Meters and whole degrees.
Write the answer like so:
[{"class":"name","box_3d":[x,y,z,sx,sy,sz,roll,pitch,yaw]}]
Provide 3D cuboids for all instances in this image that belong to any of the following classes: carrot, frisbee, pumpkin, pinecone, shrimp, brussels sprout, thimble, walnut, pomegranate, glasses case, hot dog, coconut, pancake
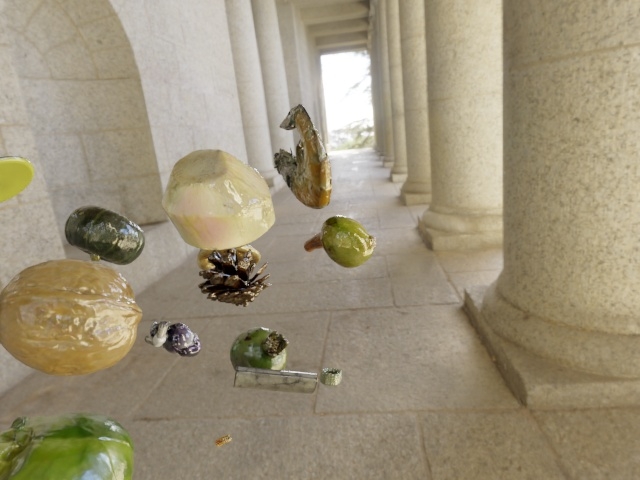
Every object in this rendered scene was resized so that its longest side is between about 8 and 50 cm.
[{"class":"carrot","box_3d":[0.000,0.000,1.448,0.060,0.060,0.186,-16,-6,-34]},{"class":"frisbee","box_3d":[-1.022,-0.180,1.331,0.236,0.017,0.236,-41,-4,-3]},{"class":"pumpkin","box_3d":[-0.867,-0.013,1.694,0.300,0.207,0.300,22,-17,7]},{"class":"pinecone","box_3d":[-0.280,0.112,1.366,0.229,0.202,0.201,-14,59,-25]},{"class":"shrimp","box_3d":[-0.070,-0.240,1.178,0.085,0.272,0.445,-15,22,-15]},{"class":"brussels sprout","box_3d":[-0.607,0.560,0.985,0.371,0.276,0.315,5,0,41]},{"class":"thimble","box_3d":[0.053,0.659,2.047,0.110,0.062,0.084,4,8,-27]},{"class":"walnut","box_3d":[-0.613,0.187,1.054,0.313,0.252,0.277,6,35,-27]},{"class":"pomegranate","box_3d":[-0.253,0.452,1.733,0.242,0.306,0.242,4,51,-5]},{"class":"glasses case","box_3d":[-0.166,0.514,1.558,0.299,0.114,0.060,8,46,-9]},{"class":"hot dog","box_3d":[-0.474,0.978,2.066,0.083,0.037,0.021,-18,-22,-29]},{"class":"coconut","box_3d":[-0.236,-0.082,1.006,0.259,0.259,0.259,-6,15,2]},{"class":"pancake","box_3d":[-0.386,0.073,1.787,0.282,0.049,0.282,-8,-26,-4]}]

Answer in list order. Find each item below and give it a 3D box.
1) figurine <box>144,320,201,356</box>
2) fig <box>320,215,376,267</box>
[{"class":"figurine","box_3d":[-0.598,0.415,1.770,0.145,0.145,0.222,10,-12,46]},{"class":"fig","box_3d":[0.064,0.003,1.093,0.153,0.121,0.136,40,14,13]}]
